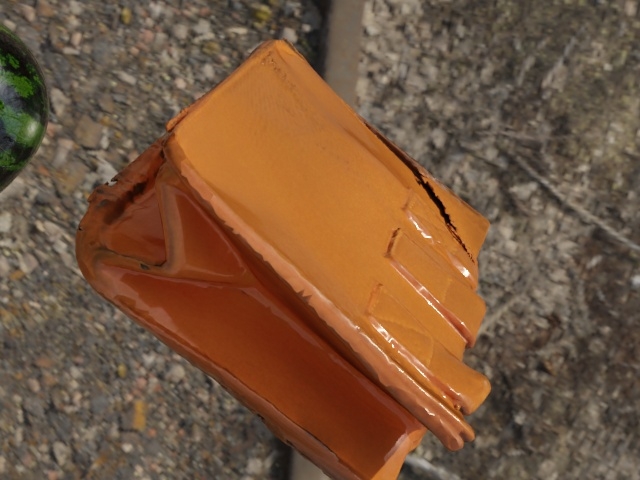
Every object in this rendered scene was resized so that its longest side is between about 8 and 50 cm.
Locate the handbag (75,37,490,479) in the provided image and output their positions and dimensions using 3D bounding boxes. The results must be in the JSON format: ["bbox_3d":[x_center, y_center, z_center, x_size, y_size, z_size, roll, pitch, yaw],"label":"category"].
[{"bbox_3d":[0.000,0.000,0.863,0.303,0.410,0.116,43,112,-7],"label":"handbag"}]

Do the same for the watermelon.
[{"bbox_3d":[-0.476,-0.168,1.353,0.269,0.269,0.268,-13,114,-32],"label":"watermelon"}]
